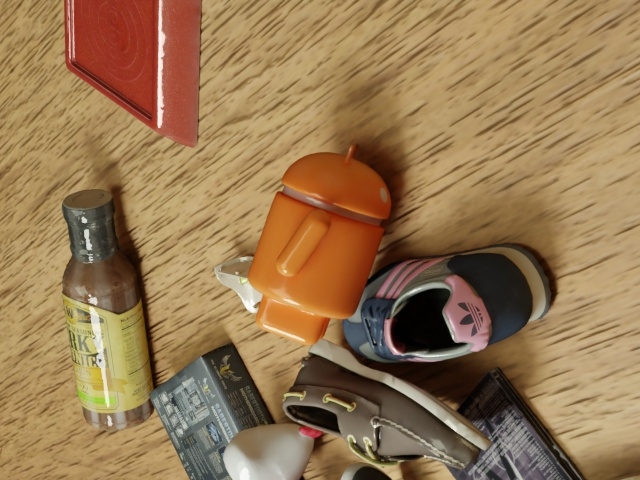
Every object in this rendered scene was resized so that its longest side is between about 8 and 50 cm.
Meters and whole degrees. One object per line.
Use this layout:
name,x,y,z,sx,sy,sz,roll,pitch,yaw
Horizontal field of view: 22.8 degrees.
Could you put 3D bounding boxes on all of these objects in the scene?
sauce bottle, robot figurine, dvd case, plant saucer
sauce bottle,-0.304,0.097,2.215,0.111,0.111,0.344,21,125,46
robot figurine,0.000,0.000,1.705,0.128,0.158,0.219,24,97,46
dvd case,0.218,0.265,1.706,0.221,0.018,0.164,54,142,19
plant saucer,-0.247,-0.271,1.982,0.259,0.048,0.258,36,135,37

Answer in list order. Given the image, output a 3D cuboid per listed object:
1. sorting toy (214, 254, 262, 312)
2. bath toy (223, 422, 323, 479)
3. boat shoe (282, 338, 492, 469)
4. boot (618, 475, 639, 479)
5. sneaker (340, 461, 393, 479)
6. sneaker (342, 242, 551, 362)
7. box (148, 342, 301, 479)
sorting toy,-0.081,0.061,1.964,0.083,0.045,0.075,11,125,49
bath toy,0.011,0.370,1.951,0.348,0.129,0.151,58,-178,19
boat shoe,0.065,0.197,1.739,0.116,0.096,0.324,41,170,-32
boot,0.261,0.360,1.570,0.244,0.088,0.176,-38,59,38
sneaker,0.136,0.377,1.813,0.147,0.104,0.295,-22,97,53
sneaker,0.093,0.079,1.662,0.319,0.131,0.112,-25,90,55
box,-0.126,0.273,2.127,0.232,0.059,0.183,62,145,7
